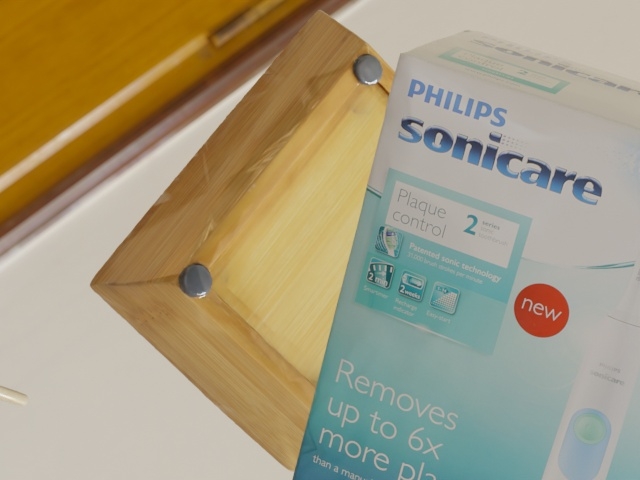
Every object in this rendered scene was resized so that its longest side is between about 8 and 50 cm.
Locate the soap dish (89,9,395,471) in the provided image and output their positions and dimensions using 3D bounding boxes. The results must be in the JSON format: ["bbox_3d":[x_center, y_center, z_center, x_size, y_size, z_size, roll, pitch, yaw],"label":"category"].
[{"bbox_3d":[0.000,0.000,1.232,0.229,0.291,0.118,46,-20,-22],"label":"soap dish"}]

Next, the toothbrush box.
[{"bbox_3d":[0.129,0.049,0.943,0.216,0.126,0.295,21,-70,17],"label":"toothbrush box"}]

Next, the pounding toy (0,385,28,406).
[{"bbox_3d":[-0.393,0.211,1.621,0.155,0.154,0.269,16,-24,0],"label":"pounding toy"}]
